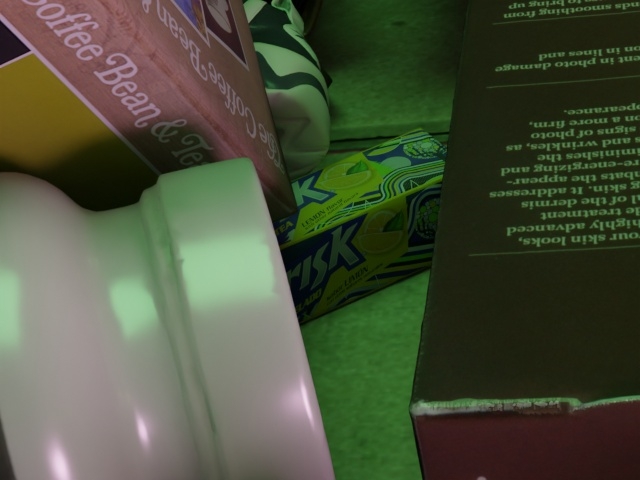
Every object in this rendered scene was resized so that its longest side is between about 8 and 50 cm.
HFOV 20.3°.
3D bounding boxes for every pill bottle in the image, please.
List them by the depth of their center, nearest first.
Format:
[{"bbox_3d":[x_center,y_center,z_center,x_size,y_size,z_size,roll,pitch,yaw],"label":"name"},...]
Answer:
[{"bbox_3d":[-0.185,0.089,0.757,0.363,0.210,0.210,-13,34,-4],"label":"pill bottle"}]

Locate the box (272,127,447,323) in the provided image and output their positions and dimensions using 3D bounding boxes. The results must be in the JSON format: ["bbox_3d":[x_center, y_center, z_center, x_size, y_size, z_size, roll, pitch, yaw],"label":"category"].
[{"bbox_3d":[0.000,0.000,0.972,0.169,0.054,0.059,-24,36,-17],"label":"box"}]

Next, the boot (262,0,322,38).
[{"bbox_3d":[-0.054,-0.282,1.193,0.109,0.283,0.220,-5,25,-9],"label":"boot"}]

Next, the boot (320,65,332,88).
[{"bbox_3d":[-0.132,-0.119,1.177,0.305,0.112,0.115,19,74,30],"label":"boot"}]

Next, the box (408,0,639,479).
[{"bbox_3d":[0.159,0.005,0.847,0.191,0.143,0.381,-3,33,12],"label":"box"}]

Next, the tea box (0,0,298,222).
[{"bbox_3d":[-0.227,-0.106,0.841,0.323,0.329,0.220,-20,63,11],"label":"tea box"}]

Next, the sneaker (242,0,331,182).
[{"bbox_3d":[-0.106,-0.080,1.047,0.235,0.094,0.153,-23,38,20],"label":"sneaker"}]
